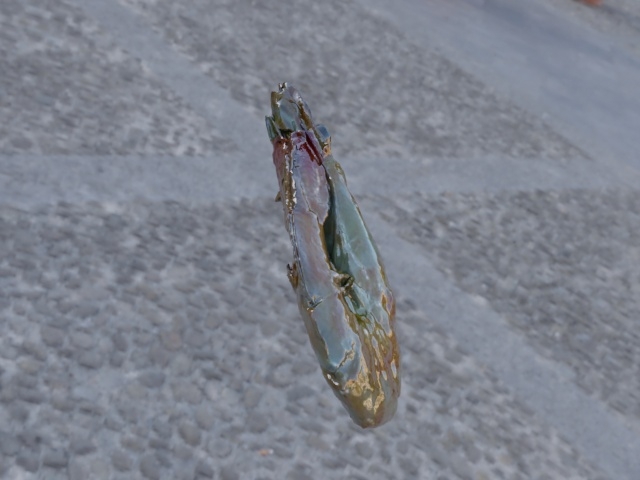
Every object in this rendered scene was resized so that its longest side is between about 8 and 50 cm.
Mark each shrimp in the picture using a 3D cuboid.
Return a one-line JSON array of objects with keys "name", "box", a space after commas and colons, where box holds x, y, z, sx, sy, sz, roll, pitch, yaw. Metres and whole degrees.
[{"name": "shrimp", "box": [0.001, -0.001, 0.761, 0.154, 0.062, 0.294, 40, 28, -62]}]
